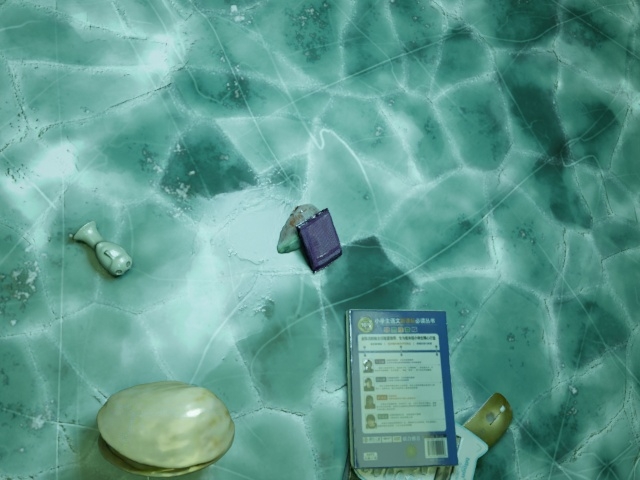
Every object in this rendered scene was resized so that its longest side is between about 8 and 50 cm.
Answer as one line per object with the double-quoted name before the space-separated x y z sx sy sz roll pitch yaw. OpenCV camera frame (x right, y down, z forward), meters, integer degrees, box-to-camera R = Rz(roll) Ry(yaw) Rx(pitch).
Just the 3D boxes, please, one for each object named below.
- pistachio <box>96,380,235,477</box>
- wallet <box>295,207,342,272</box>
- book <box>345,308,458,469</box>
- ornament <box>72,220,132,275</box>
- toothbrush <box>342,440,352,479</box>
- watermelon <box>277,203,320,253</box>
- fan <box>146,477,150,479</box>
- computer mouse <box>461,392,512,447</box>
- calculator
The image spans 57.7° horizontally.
"pistachio" -0.367 0.453 1.395 0.321 0.238 0.229 8 118 -9
"wallet" 0.001 0.001 1.640 0.111 0.030 0.166 -31 125 -17
"book" 0.223 0.403 1.610 0.300 0.039 0.427 3 73 -10
"ornament" -0.555 0.026 1.497 0.156 0.081 0.075 45 76 1
"toothbrush" 0.091 0.567 1.602 0.031 0.030 0.297 18 75 -22
"watermelon" -0.057 -0.034 1.665 0.094 0.081 0.180 29 66 18
"fan" -0.439 0.543 1.470 0.085 0.005 0.133 -2 80 -17
"computer mouse" 0.490 0.538 1.712 0.199 0.045 0.102 -37 94 -18
"calculator" 0.264 0.594 1.608 0.386 0.054 0.256 24 70 -9
